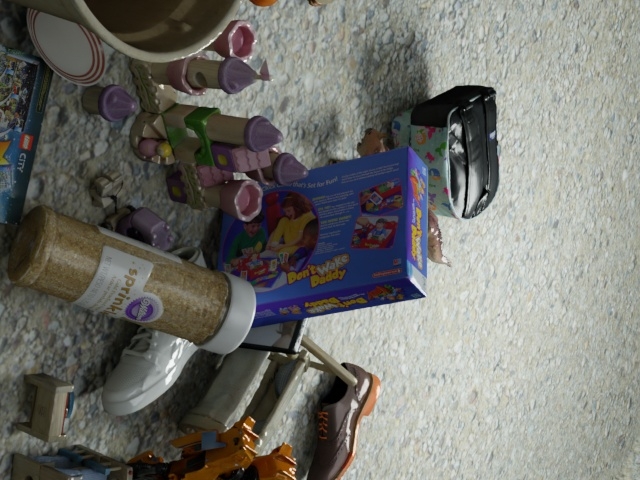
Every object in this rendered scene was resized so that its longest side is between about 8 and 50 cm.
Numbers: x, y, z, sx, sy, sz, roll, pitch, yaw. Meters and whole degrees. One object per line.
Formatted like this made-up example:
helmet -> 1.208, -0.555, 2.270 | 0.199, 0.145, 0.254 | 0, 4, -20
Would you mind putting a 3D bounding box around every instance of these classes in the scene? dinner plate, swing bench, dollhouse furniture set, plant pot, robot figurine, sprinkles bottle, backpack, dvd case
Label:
dinner plate -> -0.353, -0.275, 1.598 | 0.141, 0.017, 0.141 | 37, 39, -39
swing bench -> -0.104, 0.267, 2.016 | 0.253, 0.165, 0.255 | -59, 134, -22
dollhouse furniture set -> -0.360, 0.300, 1.712 | 0.129, 0.129, 0.184 | 3, 98, -53
plant pot -> -0.298, -0.401, 1.435 | 0.333, 0.305, 0.334 | -20, 115, -49
robot figurine -> -0.195, 0.378, 1.855 | 0.211, 0.291, 0.085 | 44, 35, -40
sprinkles bottle -> -0.268, 0.061, 1.676 | 0.355, 0.121, 0.121 | 23, 82, -32
backpack -> 0.261, -0.169, 2.327 | 0.225, 0.191, 0.254 | -32, 117, -46
dvd case -> -0.079, 0.064, 1.938 | 0.022, 0.180, 0.253 | 42, 59, -48

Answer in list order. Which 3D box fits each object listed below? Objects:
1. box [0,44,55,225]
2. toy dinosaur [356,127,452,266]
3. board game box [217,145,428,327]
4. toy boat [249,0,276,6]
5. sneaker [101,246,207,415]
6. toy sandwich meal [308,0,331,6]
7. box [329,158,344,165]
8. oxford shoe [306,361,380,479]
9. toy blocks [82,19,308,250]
box -> -0.449, -0.145, 1.532 | 0.159, 0.044, 0.233 | 13, 90, -54
toy dinosaur -> 0.153, -0.053, 2.167 | 0.200, 0.295, 0.127 | -50, -176, 28
board game box -> 0.000, 0.000, 1.857 | 0.078, 0.347, 0.233 | 42, 44, -50
toy boat -> -0.118, -0.420, 1.762 | 0.151, 0.151, 0.231 | 45, 58, -4
sneaker -> -0.266, 0.127, 1.814 | 0.292, 0.108, 0.169 | -51, 135, -45
toy sandwich meal -> -0.005, -0.453, 2.030 | 0.085, 0.029, 0.086 | -20, 116, -48
box -> 0.069, -0.067, 2.251 | 0.201, 0.021, 0.165 | 5, 96, -53
oxford shoe -> 0.021, 0.370, 2.281 | 0.098, 0.097, 0.271 | 36, 66, -30
toy blocks -> -0.160, -0.145, 1.731 | 0.309, 0.260, 0.289 | -40, 130, -39
